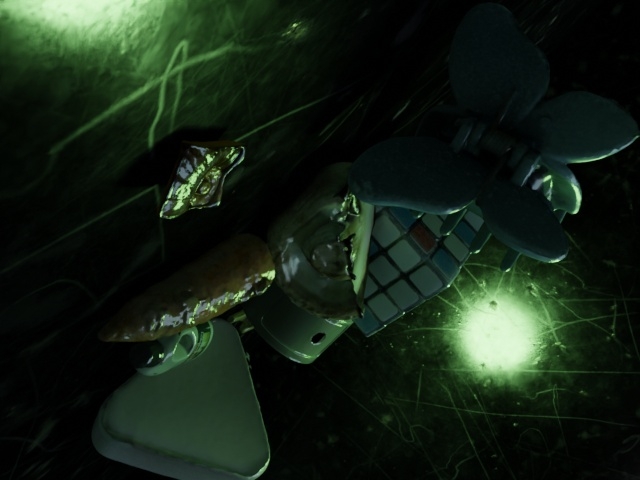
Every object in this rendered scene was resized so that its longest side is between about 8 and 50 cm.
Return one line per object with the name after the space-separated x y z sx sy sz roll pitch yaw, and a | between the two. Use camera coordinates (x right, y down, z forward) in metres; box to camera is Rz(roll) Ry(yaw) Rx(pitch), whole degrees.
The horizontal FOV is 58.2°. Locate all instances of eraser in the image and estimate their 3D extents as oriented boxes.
-0.284 0.337 1.127 0.331 0.331 0.150 -39 173 -42 | eraser

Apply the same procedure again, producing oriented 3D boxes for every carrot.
-0.173 0.069 0.752 0.263 0.102 0.102 -28 163 -48 | carrot

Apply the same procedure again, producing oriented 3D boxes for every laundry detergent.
-0.248 0.172 0.934 0.099 0.070 0.225 -37 173 3 | laundry detergent

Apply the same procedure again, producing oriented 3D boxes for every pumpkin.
-0.112 -0.061 0.515 0.073 0.035 0.101 -59 166 17 | pumpkin

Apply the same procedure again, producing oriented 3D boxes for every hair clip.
0.267 -0.112 0.916 0.392 0.318 0.238 -55 166 -16 | hair clip

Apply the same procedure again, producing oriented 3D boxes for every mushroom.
0.001 -0.007 0.978 0.190 0.164 0.267 -71 158 -45 | mushroom

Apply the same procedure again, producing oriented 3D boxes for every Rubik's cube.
0.148 -0.002 1.195 0.253 0.256 0.259 -38 175 -47 | Rubik's cube

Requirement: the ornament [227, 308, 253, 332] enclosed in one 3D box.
-0.157 0.178 1.535 0.230 0.061 0.245 -44 170 12 | ornament

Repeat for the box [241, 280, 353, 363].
-0.044 0.137 1.273 0.149 0.226 0.226 -47 173 15 | box
